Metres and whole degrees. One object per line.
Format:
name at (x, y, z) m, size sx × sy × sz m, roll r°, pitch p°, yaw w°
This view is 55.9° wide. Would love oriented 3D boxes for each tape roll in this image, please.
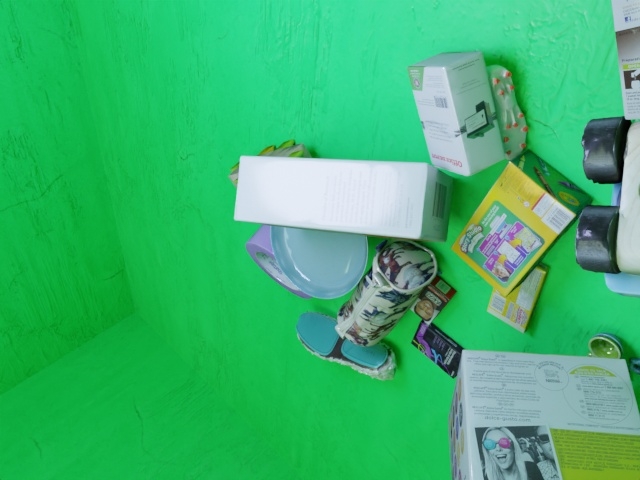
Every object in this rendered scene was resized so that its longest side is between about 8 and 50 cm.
tape roll at (-0.110, 0.068, 1.945) m, size 0.275 × 0.090 × 0.275 m, roll 35°, pitch 162°, yaw 14°

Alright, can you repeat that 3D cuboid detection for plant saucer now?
plant saucer at (0.000, 0.000, 1.625) m, size 0.317 × 0.044 × 0.317 m, roll 11°, pitch 110°, yaw 33°

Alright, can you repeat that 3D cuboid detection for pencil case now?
pencil case at (0.163, 0.154, 1.659) m, size 0.410 × 0.183 × 0.160 m, roll 115°, pitch 139°, yaw -56°

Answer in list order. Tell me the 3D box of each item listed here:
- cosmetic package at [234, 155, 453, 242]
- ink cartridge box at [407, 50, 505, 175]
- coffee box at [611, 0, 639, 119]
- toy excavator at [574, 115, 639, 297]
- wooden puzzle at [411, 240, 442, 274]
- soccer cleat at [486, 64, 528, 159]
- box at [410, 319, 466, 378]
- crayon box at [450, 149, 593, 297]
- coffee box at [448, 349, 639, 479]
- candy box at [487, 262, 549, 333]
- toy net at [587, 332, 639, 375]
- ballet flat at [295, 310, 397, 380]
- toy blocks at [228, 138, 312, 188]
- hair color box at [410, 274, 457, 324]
cosmetic package at (0.054, -0.097, 1.400) m, size 0.453 × 0.230 × 0.161 m, roll 7°, pitch 91°, yaw 27°
ink cartridge box at (0.270, -0.255, 1.207) m, size 0.219 × 0.092 × 0.160 m, roll 70°, pitch 169°, yaw -22°
coffee box at (0.501, -0.341, 0.844) m, size 0.119 × 0.168 × 0.297 m, roll 8°, pitch 124°, yaw 49°
toy excavator at (0.607, 0.036, 1.003) m, size 0.222 × 0.445 × 0.433 m, roll 2°, pitch 81°, yaw 42°
wooden puzzle at (0.274, 0.043, 1.594) m, size 0.116 × 0.014 × 0.078 m, roll 58°, pitch 151°, yaw -2°
soccer cleat at (0.360, -0.255, 1.196) m, size 0.196 × 0.068 × 0.076 m, roll 69°, pitch 170°, yaw -26°
box at (0.339, 0.308, 1.720) m, size 0.162 × 0.029 × 0.116 m, roll 38°, pitch 142°, yaw 23°
crayon box at (0.411, -0.029, 1.270) m, size 0.165 × 0.081 × 0.278 m, roll 45°, pitch 140°, yaw 20°
coffee box at (0.459, 0.461, 1.276) m, size 0.338 × 0.334 × 0.337 m, roll 2°, pitch 139°, yaw 6°
candy box at (0.458, 0.118, 1.410) m, size 0.105 × 0.027 × 0.206 m, roll 31°, pitch 139°, yaw 30°
toy net at (0.674, 0.280, 1.262) m, size 0.232 × 0.045 × 0.122 m, roll 31°, pitch 139°, yaw 32°
ballet flat at (0.085, 0.364, 2.004) m, size 0.409 × 0.147 × 0.147 m, roll 21°, pitch 133°, yaw 41°
toy blocks at (-0.097, -0.133, 1.791) m, size 0.381 × 0.191 × 0.261 m, roll -5°, pitch 126°, yaw 51°
hair color box at (0.302, 0.161, 1.626) m, size 0.072 × 0.043 × 0.141 m, roll 40°, pitch 144°, yaw 14°
